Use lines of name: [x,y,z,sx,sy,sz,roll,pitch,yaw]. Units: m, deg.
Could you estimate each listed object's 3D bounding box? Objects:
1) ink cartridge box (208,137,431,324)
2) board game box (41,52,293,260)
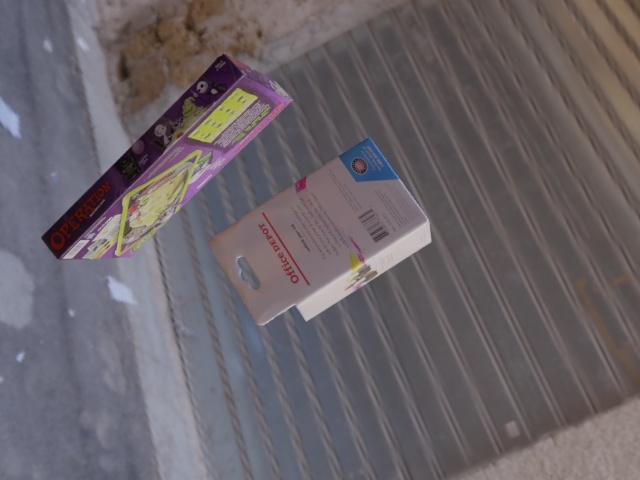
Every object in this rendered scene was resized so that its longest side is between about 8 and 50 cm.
ink cartridge box: [0.000,0.000,0.848,0.104,0.181,0.061,57,-4,21]
board game box: [-0.203,-0.103,1.240,0.056,0.347,0.208,50,11,14]
